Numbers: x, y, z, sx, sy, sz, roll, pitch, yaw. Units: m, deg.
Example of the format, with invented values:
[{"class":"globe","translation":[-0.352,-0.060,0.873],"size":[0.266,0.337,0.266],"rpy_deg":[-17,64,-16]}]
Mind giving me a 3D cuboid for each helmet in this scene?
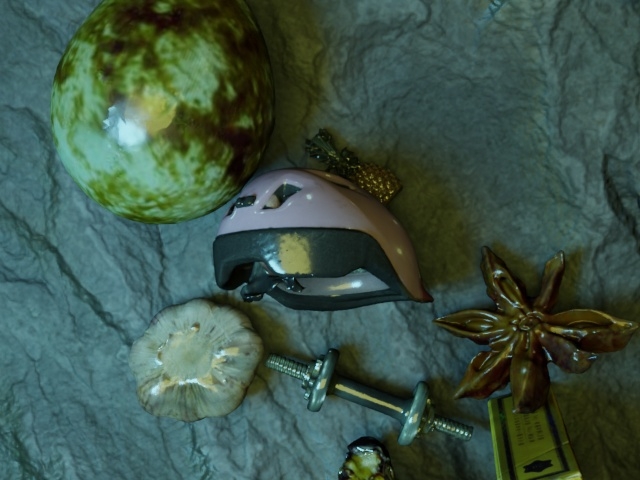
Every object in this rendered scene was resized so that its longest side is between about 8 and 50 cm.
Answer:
[{"class":"helmet","translation":[0.000,0.000,1.174],"size":[0.198,0.253,0.154],"rpy_deg":[-9,84,43]}]

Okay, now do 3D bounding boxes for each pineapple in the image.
[{"class":"pineapple","translation":[0.036,-0.087,1.248],"size":[0.124,0.058,0.058],"rpy_deg":[43,98,3]}]

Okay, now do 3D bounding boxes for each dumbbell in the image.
[{"class":"dumbbell","translation":[0.056,0.183,1.263],"size":[0.254,0.081,0.081],"rpy_deg":[20,98,4]}]

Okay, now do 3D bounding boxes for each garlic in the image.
[{"class":"garlic","translation":[-0.146,0.142,1.266],"size":[0.159,0.102,0.147],"rpy_deg":[-35,79,-4]}]

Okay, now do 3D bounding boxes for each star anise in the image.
[{"class":"star anise","translation":[0.232,0.111,1.222],"size":[0.212,0.111,0.196],"rpy_deg":[26,65,21]}]

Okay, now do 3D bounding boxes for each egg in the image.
[{"class":"egg","translation":[-0.162,-0.159,1.165],"size":[0.238,0.238,0.289],"rpy_deg":[19,78,2]}]

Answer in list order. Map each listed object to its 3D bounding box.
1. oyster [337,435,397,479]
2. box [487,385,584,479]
[{"class":"oyster","translation":[0.149,0.377,1.213],"size":[0.361,0.096,0.221],"rpy_deg":[31,135,34]},{"class":"box","translation":[0.247,0.290,1.147],"size":[0.084,0.301,0.193],"rpy_deg":[-18,96,9]}]
